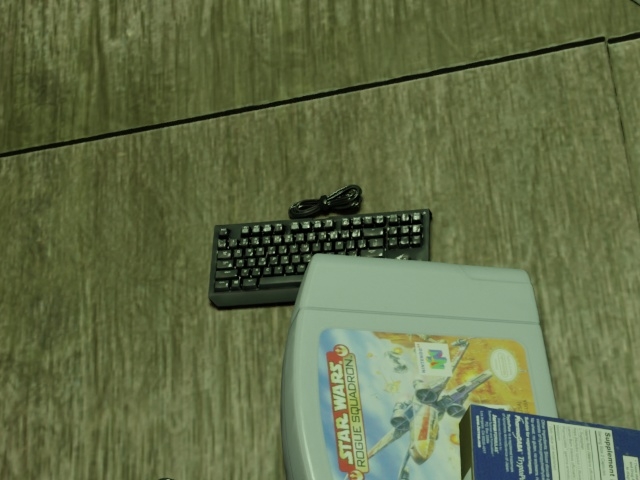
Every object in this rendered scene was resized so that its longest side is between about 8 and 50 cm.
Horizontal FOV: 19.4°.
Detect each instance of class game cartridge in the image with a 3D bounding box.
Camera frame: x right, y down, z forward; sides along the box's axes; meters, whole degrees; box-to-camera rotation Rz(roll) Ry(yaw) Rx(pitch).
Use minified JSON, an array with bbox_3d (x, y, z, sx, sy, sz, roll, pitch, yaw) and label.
[{"bbox_3d":[0.072,0.137,1.323,0.198,0.062,0.297,7,51,-17],"label":"game cartridge"}]

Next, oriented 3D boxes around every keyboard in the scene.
[{"bbox_3d":[0.000,0.000,1.511,0.180,0.023,0.108,-4,54,12],"label":"keyboard"}]

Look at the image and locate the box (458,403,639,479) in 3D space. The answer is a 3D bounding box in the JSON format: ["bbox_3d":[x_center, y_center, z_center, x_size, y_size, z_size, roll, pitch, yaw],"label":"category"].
[{"bbox_3d":[0.206,0.190,1.264,0.225,0.036,0.136,9,52,-10],"label":"box"}]

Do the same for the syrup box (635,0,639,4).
[{"bbox_3d":[0.362,-0.287,1.572,0.237,0.093,0.096,-39,54,-14],"label":"syrup box"}]

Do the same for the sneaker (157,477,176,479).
[{"bbox_3d":[-0.049,0.215,1.301,0.227,0.130,0.087,-13,54,4],"label":"sneaker"}]
